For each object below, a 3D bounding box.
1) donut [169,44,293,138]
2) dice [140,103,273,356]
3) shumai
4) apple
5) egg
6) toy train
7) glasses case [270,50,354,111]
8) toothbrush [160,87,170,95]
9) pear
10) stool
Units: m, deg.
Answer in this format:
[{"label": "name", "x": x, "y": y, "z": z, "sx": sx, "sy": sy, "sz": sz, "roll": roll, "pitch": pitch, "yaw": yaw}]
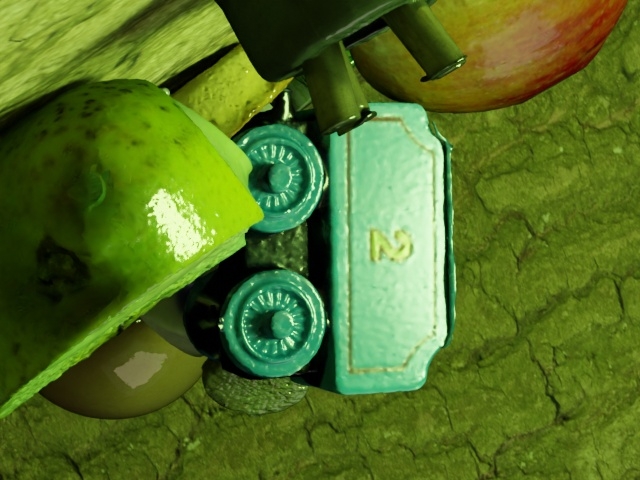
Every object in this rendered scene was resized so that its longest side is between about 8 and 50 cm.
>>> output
[{"label": "donut", "x": -0.110, "y": -0.127, "z": 1.436, "sx": 0.178, "sy": 0.065, "sz": 0.162, "roll": -33, "pitch": -167, "yaw": 31}, {"label": "dice", "x": -0.116, "y": -0.024, "z": 1.740, "sx": 0.243, "sy": 0.259, "sz": 0.251, "roll": -33, "pitch": -179, "yaw": 9}, {"label": "shumai", "x": -0.076, "y": 0.138, "z": 1.732, "sx": 0.099, "sy": 0.124, "sz": 0.087, "roll": -53, "pitch": -150, "yaw": 30}, {"label": "apple", "x": 0.179, "y": -0.262, "z": 1.470, "sx": 0.346, "sy": 0.179, "sz": 0.254, "roll": -32, "pitch": 145, "yaw": 7}, {"label": "egg", "x": -0.287, "y": 0.096, "z": 2.075, "sx": 0.301, "sy": 0.301, "sz": 0.374, "roll": -32, "pitch": 168, "yaw": 7}, {"label": "toy train", "x": 0.000, "y": 0.000, "z": 1.519, "sx": 0.265, "sy": 0.300, "sz": 0.188, "roll": -1, "pitch": -179, "yaw": -21}, {"label": "glasses case", "x": -0.008, "y": -0.211, "z": 1.846, "sx": 0.095, "sy": 0.062, "sz": 0.272, "roll": -38, "pitch": -176, "yaw": -13}, {"label": "toothbrush", "x": -0.256, "y": -0.058, "z": 1.426, "sx": 0.307, "sy": 0.029, "sz": 0.025, "roll": -32, "pitch": 178, "yaw": 23}, {"label": "pear", "x": -0.188, "y": -0.011, "z": 1.128, "sx": 0.286, "sy": 0.176, "sz": 0.282, "roll": -37, "pitch": -179, "yaw": -9}, {"label": "stool", "x": 0.037, "y": -0.165, "z": 1.031, "sx": 0.228, "sy": 0.139, "sz": 0.153, "roll": -30, "pitch": -179, "yaw": -40}]
